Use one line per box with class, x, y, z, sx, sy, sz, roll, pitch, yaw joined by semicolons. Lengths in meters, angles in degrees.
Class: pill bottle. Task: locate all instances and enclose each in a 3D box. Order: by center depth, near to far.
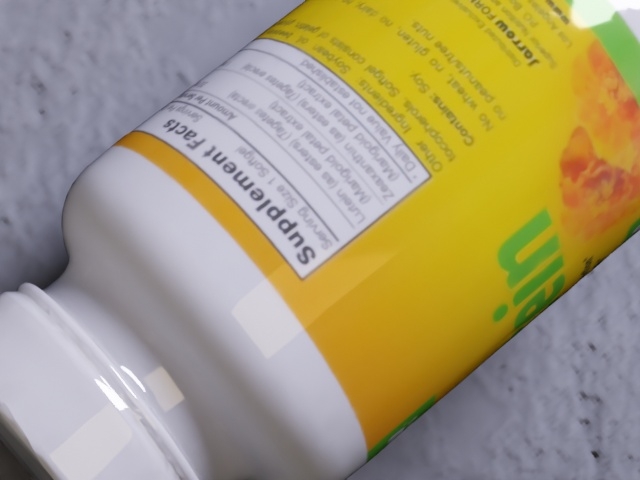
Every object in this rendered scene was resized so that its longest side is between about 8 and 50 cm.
pill bottle;0.000;0.000;0.571;0.245;0.136;0.136;-39;106;-15
